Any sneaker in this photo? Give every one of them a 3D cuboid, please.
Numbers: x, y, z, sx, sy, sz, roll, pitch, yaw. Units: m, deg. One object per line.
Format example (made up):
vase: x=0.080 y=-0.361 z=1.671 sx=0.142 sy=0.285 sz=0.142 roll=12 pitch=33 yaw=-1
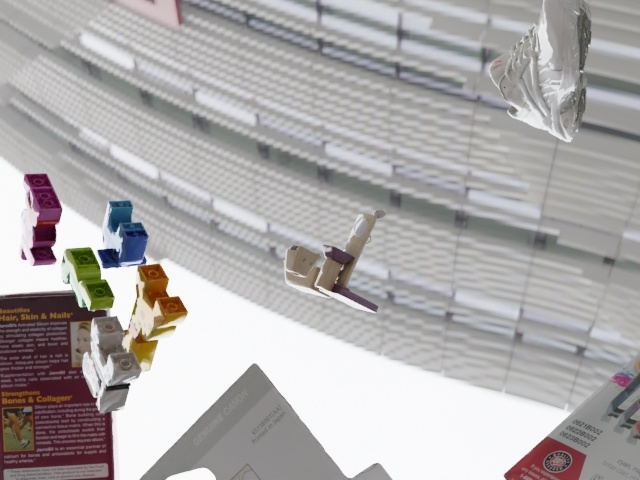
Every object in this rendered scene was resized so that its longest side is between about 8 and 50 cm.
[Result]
sneaker: x=0.251 y=-0.203 z=1.486 sx=0.115 sy=0.232 sz=0.090 roll=11 pitch=-125 yaw=15

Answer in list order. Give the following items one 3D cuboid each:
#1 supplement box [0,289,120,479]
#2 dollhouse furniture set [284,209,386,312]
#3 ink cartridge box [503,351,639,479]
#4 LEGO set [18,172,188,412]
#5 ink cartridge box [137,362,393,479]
supplement box: x=-0.242 y=0.140 z=1.177 sx=0.104 sy=0.081 sz=0.188 roll=-3 pitch=-90 yaw=-6
dollhouse furniture set: x=0.000 y=0.000 z=1.076 sx=0.091 sy=0.114 sz=0.081 roll=28 pitch=-99 yaw=-29
ink cartridge box: x=0.233 y=0.151 z=0.785 sx=0.176 sy=0.127 sz=0.128 roll=-38 pitch=-153 yaw=-17
LEGO set: x=-0.166 y=0.052 z=1.000 sx=0.087 sy=0.093 sz=0.227 roll=-4 pitch=-138 yaw=-30
ink cartridge box: x=-0.049 y=0.267 z=1.024 sx=0.275 sy=0.060 sz=0.239 roll=-46 pitch=-107 yaw=23
